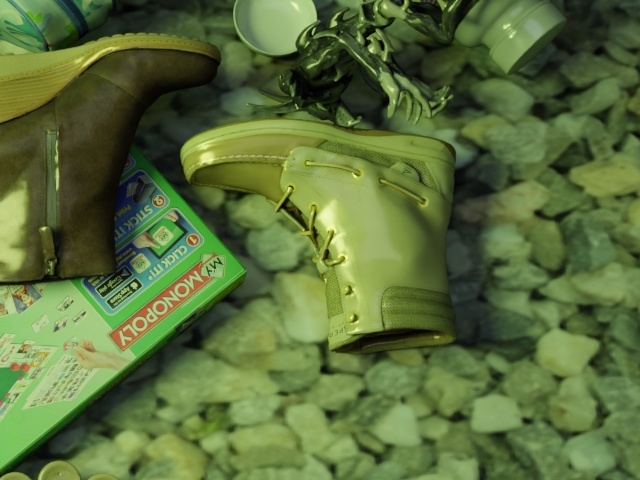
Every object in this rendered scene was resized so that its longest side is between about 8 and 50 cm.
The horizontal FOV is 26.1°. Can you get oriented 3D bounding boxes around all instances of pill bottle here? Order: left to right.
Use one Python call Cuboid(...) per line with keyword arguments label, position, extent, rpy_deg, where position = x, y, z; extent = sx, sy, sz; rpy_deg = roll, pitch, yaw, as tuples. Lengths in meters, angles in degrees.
Cuboid(label="pill bottle", position=(0.150, -0.260, 1.369), extent=(0.108, 0.108, 0.193), rpy_deg=(-38, 81, -18))

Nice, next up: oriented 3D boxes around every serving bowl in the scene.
Cuboid(label="serving bowl", position=(-0.046, -0.216, 1.367), extent=(0.083, 0.027, 0.083), rpy_deg=(3, 72, -8))

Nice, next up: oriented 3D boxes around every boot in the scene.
Cuboid(label="boot", position=(-0.198, -0.072, 1.235), extent=(0.248, 0.090, 0.207), rpy_deg=(-9, 85, -13))
Cuboid(label="boot", position=(0.000, 0.000, 1.270), extent=(0.261, 0.095, 0.204), rpy_deg=(5, 72, -14))

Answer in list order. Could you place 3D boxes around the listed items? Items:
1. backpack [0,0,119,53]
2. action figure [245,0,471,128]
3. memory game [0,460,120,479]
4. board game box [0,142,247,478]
Cuboid(label="backpack", position=(-0.328, -0.320, 1.246), extent=(0.355, 0.290, 0.274), rpy_deg=(11, 79, -12))
Cuboid(label="action figure", position=(0.068, -0.170, 1.280), extent=(0.275, 0.164, 0.141), rpy_deg=(-34, 95, 23))
Cuboid(label="memory game", position=(-0.224, 0.280, 1.172), extent=(0.186, 0.012, 0.186), rpy_deg=(2, 80, -13))
Cuboid(label="board game box", position=(-0.254, 0.051, 1.239), extent=(0.317, 0.046, 0.213), rpy_deg=(-39, 82, -18))
